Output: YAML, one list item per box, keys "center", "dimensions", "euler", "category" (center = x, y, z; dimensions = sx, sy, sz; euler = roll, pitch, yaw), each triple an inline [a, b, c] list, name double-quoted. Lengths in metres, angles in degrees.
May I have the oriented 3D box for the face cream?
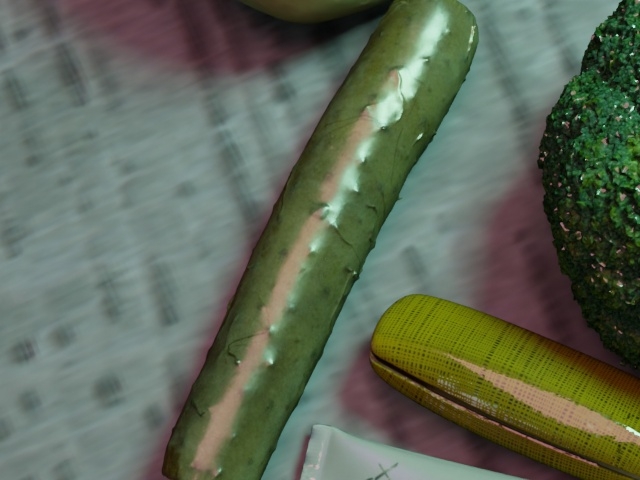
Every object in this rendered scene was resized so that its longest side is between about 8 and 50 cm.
- center: [0.101, 0.176, 1.026]
  dimensions: [0.244, 0.058, 0.092]
  euler: [8, 63, 16]
  category: "face cream"

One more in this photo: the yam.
- center: [0.000, 0.000, 1.087]
  dimensions: [0.083, 0.083, 0.371]
  euler: [24, 75, 16]
  category: "yam"

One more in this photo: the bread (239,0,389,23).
- center: [-0.020, -0.366, 1.114]
  dimensions: [0.348, 0.253, 0.376]
  euler: [-41, 68, 11]
  category: "bread"

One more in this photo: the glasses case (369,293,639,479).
- center: [0.141, 0.101, 1.033]
  dimensions: [0.234, 0.064, 0.079]
  euler: [23, 40, 16]
  category: "glasses case"

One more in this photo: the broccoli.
- center: [0.253, -0.042, 1.005]
  dimensions: [0.241, 0.261, 0.269]
  euler: [-9, 68, -36]
  category: "broccoli"
